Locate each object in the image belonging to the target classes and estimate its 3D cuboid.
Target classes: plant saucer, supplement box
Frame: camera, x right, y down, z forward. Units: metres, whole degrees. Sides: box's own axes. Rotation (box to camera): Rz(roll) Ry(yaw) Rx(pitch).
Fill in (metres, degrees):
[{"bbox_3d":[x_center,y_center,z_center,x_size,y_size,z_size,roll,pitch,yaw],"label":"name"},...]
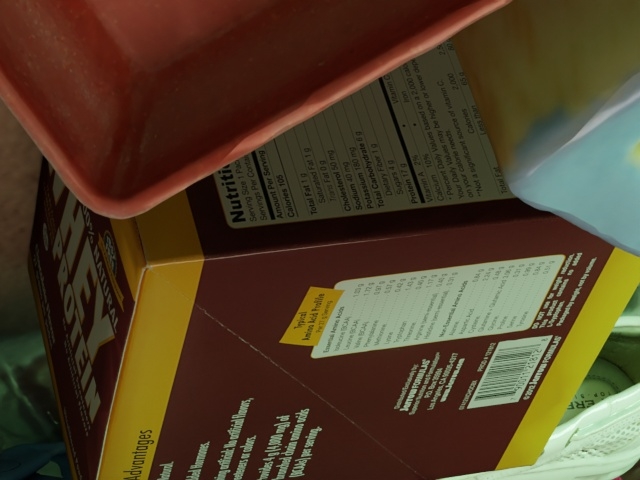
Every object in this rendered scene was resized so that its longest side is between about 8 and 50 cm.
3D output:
[{"bbox_3d":[-0.020,-0.169,0.471,0.258,0.048,0.259,-29,111,18],"label":"plant saucer"},{"bbox_3d":[0.000,0.000,0.764,0.194,0.129,0.191,-6,147,-17],"label":"supplement box"}]

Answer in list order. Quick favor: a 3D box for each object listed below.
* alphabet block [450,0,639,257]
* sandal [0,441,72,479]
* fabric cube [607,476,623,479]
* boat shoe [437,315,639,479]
[{"bbox_3d":[0.146,-0.115,0.595,0.192,0.197,0.193,-36,144,25],"label":"alphabet block"},{"bbox_3d":[-0.107,0.152,0.875,0.138,0.317,0.126,-19,107,-27],"label":"sandal"},{"bbox_3d":[0.129,0.291,1.066,0.259,0.258,0.254,-37,136,0],"label":"fabric cube"},{"bbox_3d":[0.055,0.072,0.941,0.277,0.098,0.096,-8,148,-31],"label":"boat shoe"}]
